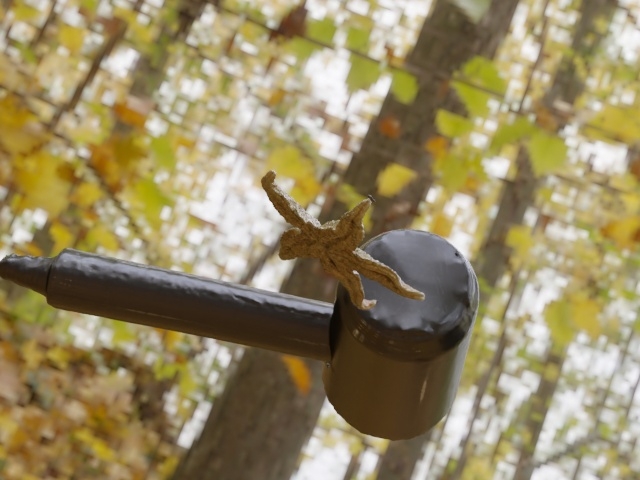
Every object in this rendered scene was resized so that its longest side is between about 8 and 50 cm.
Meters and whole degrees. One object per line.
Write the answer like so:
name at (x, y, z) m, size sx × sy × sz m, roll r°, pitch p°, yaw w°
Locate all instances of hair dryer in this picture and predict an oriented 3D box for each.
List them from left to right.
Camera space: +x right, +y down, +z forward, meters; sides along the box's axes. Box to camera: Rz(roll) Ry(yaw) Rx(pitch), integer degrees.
hair dryer at (-0.045, 0.026, 0.853) m, size 0.248 × 0.071 × 0.114 m, roll 14°, pitch -29°, yaw 4°

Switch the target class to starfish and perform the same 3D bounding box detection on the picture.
starfish at (0.000, 0.000, 0.691) m, size 0.086 × 0.016 × 0.092 m, roll 4°, pitch -35°, yaw 47°
